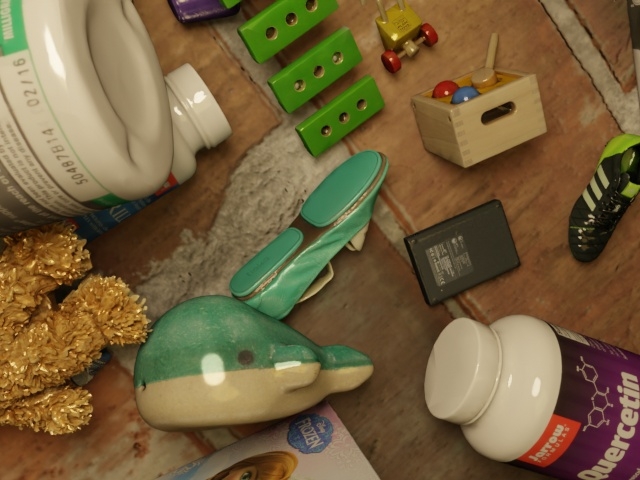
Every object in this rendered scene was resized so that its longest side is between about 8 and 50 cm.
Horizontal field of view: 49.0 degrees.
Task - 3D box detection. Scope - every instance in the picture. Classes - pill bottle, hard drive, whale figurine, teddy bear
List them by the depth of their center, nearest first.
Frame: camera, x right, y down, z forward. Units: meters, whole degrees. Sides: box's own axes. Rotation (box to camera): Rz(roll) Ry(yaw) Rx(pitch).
[{"bbox_3d":[-0.323,-0.091,0.576,0.361,0.204,0.204,-15,101,8],"label":"pill bottle"},{"bbox_3d":[-0.330,0.111,0.695,0.338,0.113,0.245,-19,121,6],"label":"teddy bear"},{"bbox_3d":[-0.210,-0.093,0.746,0.221,0.124,0.124,-34,103,-6],"label":"pill bottle"},{"bbox_3d":[-0.073,0.131,0.786,0.272,0.216,0.141,1,73,-36],"label":"whale figurine"},{"bbox_3d":[0.300,0.203,0.874,0.322,0.181,0.182,19,93,-15],"label":"pill bottle"},{"bbox_3d":[0.184,0.015,0.903,0.135,0.022,0.094,-23,102,-9],"label":"hard drive"}]

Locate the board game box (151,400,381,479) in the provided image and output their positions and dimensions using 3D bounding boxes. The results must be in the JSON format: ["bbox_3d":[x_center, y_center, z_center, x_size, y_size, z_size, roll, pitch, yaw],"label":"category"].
[{"bbox_3d":[-0.088,0.310,0.730,0.318,0.318,0.066,-23,102,-10],"label":"board game box"}]

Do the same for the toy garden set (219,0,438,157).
[{"bbox_3d":[0.011,-0.248,0.778,0.203,0.049,0.244,-38,128,-7],"label":"toy garden set"}]

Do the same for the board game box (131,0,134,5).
[{"bbox_3d":[-0.309,-0.334,0.682,0.232,0.141,0.291,-5,98,-12],"label":"board game box"}]

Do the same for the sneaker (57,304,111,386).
[{"bbox_3d":[-0.287,0.097,0.798,0.058,0.052,0.135,-34,111,-17],"label":"sneaker"}]

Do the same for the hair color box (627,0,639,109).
[{"bbox_3d":[0.482,-0.257,0.850,0.113,0.185,0.375,-14,100,-11],"label":"hair color box"}]

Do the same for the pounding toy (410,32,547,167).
[{"bbox_3d":[0.191,-0.171,0.834,0.141,0.130,0.100,-24,114,-9],"label":"pounding toy"}]

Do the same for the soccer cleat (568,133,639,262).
[{"bbox_3d":[0.376,-0.055,0.911,0.060,0.072,0.179,20,93,-15],"label":"soccer cleat"}]

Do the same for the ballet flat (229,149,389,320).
[{"bbox_3d":[0.000,0.000,0.840,0.247,0.083,0.087,-45,129,-4],"label":"ballet flat"}]

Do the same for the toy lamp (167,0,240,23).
[{"bbox_3d":[-0.042,-0.318,0.780,0.274,0.080,0.080,-26,102,-10],"label":"toy lamp"}]
